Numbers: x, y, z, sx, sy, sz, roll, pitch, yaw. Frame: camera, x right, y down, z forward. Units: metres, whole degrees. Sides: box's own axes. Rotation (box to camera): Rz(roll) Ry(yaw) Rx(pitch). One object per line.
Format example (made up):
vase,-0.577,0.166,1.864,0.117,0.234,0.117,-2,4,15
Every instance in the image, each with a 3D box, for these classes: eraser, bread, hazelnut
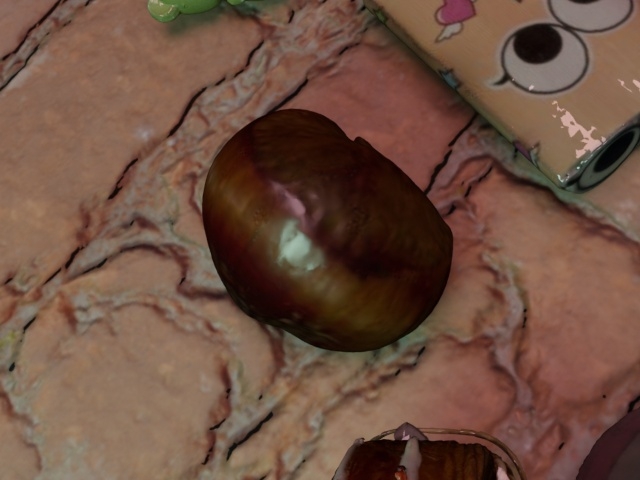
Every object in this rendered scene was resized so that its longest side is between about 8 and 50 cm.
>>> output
eraser,0.169,-0.185,0.779,0.171,0.087,0.290,-38,66,-6
bread,0.070,0.224,0.563,0.143,0.212,0.224,-1,67,17
hazelnut,0.000,0.000,0.702,0.204,0.178,0.177,32,75,-9

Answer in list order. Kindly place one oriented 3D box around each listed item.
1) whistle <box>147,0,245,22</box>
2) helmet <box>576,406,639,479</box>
whistle,-0.075,-0.276,0.871,0.228,0.085,0.105,-11,75,7
helmet,0.340,0.176,0.512,0.338,0.271,0.197,-26,99,40
